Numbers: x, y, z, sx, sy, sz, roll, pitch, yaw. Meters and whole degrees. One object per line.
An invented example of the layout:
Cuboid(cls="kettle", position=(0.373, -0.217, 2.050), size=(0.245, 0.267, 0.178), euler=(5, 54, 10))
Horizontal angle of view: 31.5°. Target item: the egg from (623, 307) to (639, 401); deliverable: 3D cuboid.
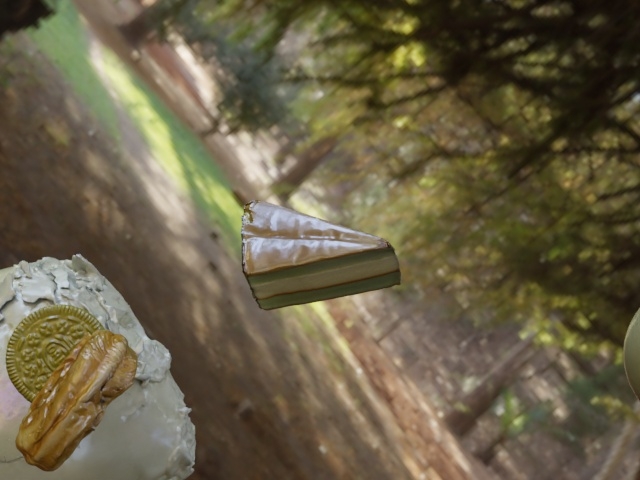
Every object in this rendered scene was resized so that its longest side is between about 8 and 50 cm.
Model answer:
Cuboid(cls="egg", position=(0.475, 0.139, 1.292), size=(0.219, 0.219, 0.269), euler=(50, -15, -30))

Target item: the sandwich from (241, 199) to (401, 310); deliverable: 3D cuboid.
Cuboid(cls="sandwich", position=(0.000, 0.000, 1.242), size=(0.079, 0.163, 0.113), euler=(70, 12, -49))

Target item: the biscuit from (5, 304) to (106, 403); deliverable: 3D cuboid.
Cuboid(cls="biscuit", position=(-0.204, 0.092, 0.887), size=(0.084, 0.084, 0.023), euler=(50, -8, -1))

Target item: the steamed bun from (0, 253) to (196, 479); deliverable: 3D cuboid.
Cuboid(cls="steamed bun", position=(-0.320, 0.186, 1.273), size=(0.334, 0.312, 0.233), euler=(45, -21, 18))

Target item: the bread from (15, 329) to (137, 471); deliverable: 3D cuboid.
Cuboid(cls="bread", position=(-0.173, 0.113, 0.804), size=(0.044, 0.111, 0.083), euler=(39, -4, -14))
